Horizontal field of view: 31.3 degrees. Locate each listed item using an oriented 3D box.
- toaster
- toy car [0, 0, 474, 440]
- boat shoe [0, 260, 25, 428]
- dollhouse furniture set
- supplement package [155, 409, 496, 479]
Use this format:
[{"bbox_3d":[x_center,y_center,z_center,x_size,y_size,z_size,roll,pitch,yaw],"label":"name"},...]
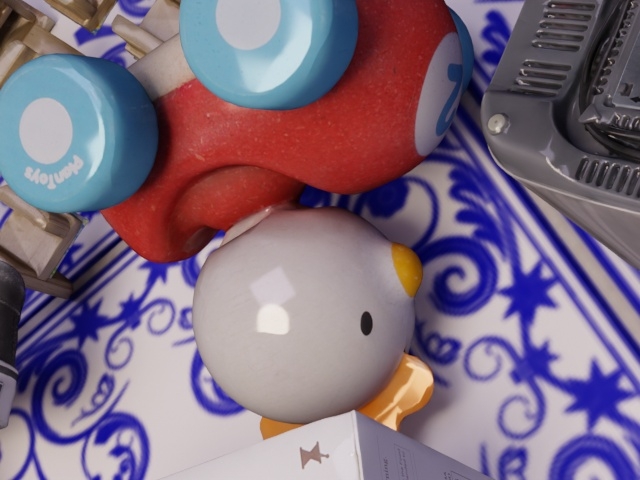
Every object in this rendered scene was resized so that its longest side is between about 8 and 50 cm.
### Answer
[{"bbox_3d":[0.189,-0.043,0.455,0.227,0.146,0.129,13,77,42],"label":"toaster"},{"bbox_3d":[0.000,0.000,0.574,0.210,0.219,0.238,-25,85,23],"label":"toy car"},{"bbox_3d":[-0.279,0.069,0.729,0.306,0.113,0.105,-20,54,52],"label":"boat shoe"},{"bbox_3d":[-0.194,-0.102,0.796,0.242,0.161,0.212,33,89,19],"label":"dollhouse furniture set"},{"bbox_3d":[-0.017,0.236,0.468,0.204,0.145,0.261,-24,56,24],"label":"supplement package"}]
